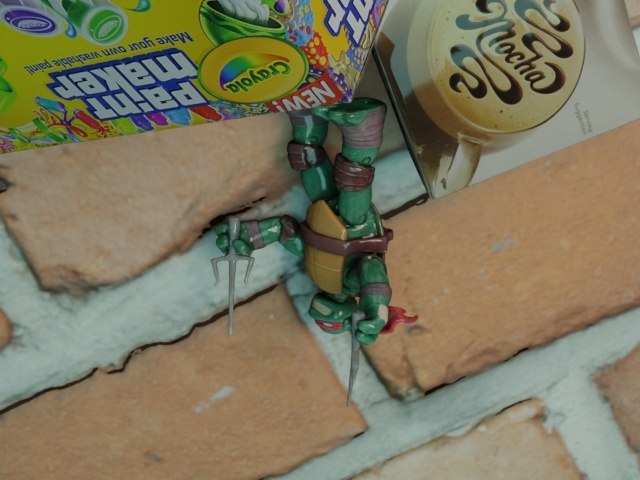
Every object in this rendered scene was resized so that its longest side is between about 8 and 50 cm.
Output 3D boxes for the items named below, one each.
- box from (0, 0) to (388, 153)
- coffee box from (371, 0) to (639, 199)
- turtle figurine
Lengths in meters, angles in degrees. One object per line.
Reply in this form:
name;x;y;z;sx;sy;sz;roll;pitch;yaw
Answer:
box;-0.143;-0.207;0.444;0.290;0.177;0.279;-3;146;35
coffee box;0.097;-0.204;0.604;0.168;0.119;0.297;-21;111;6
turtle figurine;0.000;0.000;0.685;0.175;0.118;0.234;15;114;35
